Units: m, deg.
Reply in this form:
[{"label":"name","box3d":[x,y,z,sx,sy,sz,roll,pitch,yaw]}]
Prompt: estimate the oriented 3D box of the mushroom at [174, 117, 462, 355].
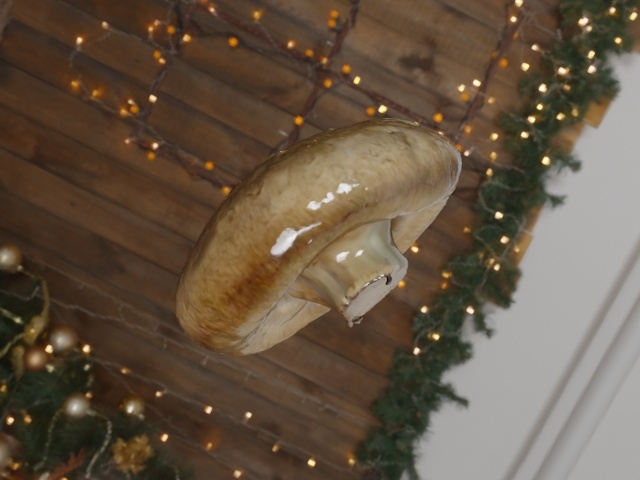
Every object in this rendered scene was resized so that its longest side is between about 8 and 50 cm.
[{"label":"mushroom","box3d":[0.000,0.000,0.626,0.278,0.146,0.278,-36,167,-10]}]
